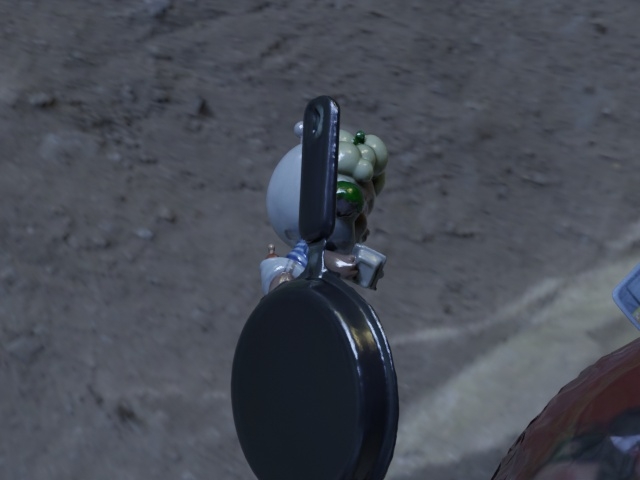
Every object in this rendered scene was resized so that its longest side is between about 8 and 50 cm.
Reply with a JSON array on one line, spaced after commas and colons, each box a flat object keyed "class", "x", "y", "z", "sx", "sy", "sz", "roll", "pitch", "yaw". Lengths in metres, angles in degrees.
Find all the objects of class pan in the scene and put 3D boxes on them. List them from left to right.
[{"class": "pan", "x": -0.007, "y": 0.036, "z": 1.050, "sx": 0.028, "sy": 0.136, "sz": 0.235, "roll": 3, "pitch": 85, "yaw": -38}]

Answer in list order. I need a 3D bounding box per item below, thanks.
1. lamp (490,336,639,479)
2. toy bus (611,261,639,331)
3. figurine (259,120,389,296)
[{"class": "lamp", "x": 0.096, "y": 0.096, "z": 0.388, "sx": 0.157, "sy": 0.135, "sz": 0.156, "roll": 5, "pitch": 57, "yaw": -27}, {"class": "toy bus", "x": 0.285, "y": -0.004, "z": 1.301, "sx": 0.075, "sy": 0.064, "sz": 0.190, "roll": 48, "pitch": 120, "yaw": 17}, {"class": "figurine", "x": 0.001, "y": 0.000, "z": 1.460, "sx": 0.093, "sy": 0.147, "sz": 0.197, "roll": 10, "pitch": 66, "yaw": -8}]
